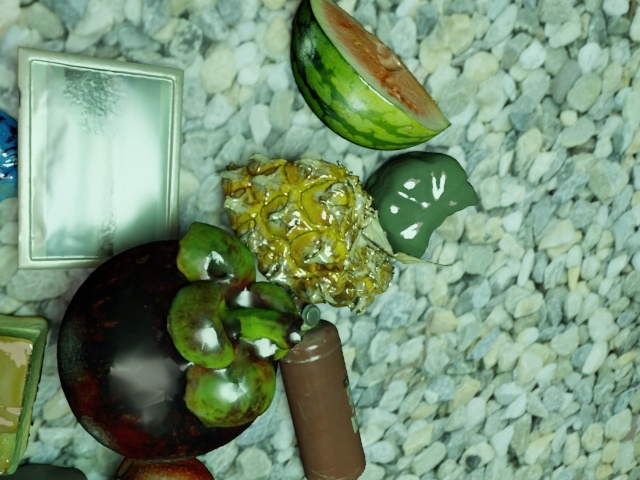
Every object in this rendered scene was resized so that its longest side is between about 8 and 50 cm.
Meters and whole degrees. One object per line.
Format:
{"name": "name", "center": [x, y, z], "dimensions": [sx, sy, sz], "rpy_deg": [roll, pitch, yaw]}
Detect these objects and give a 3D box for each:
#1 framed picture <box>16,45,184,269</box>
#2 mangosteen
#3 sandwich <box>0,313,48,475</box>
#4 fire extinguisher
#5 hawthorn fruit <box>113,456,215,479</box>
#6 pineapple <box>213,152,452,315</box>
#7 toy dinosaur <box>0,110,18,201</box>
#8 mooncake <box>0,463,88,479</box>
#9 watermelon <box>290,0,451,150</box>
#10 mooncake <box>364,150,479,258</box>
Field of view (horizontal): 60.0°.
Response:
{"name": "framed picture", "center": [-0.299, -0.103, 0.769], "dimensions": [0.213, 0.016, 0.288], "rpy_deg": [0, 100, -29]}
{"name": "mangosteen", "center": [-0.180, 0.138, 0.724], "dimensions": [0.312, 0.311, 0.310], "rpy_deg": [-2, 100, -12]}
{"name": "sandwich", "center": [-0.494, 0.209, 0.764], "dimensions": [0.186, 0.108, 0.219], "rpy_deg": [11, 100, -14]}
{"name": "fire extinguisher", "center": [0.007, 0.210, 0.888], "dimensions": [0.147, 0.107, 0.336], "rpy_deg": [-21, 106, -40]}
{"name": "hawthorn fruit", "center": [-0.228, 0.399, 0.836], "dimensions": [0.188, 0.169, 0.169], "rpy_deg": [30, 92, -21]}
{"name": "pineapple", "center": [0.003, -0.003, 0.772], "dimensions": [0.334, 0.161, 0.158], "rpy_deg": [44, 128, -11]}
{"name": "toy dinosaur", "center": [-0.441, -0.111, 0.736], "dimensions": [0.144, 0.076, 0.329], "rpy_deg": [-45, 110, -12]}
{"name": "mooncake", "center": [-0.445, 0.434, 0.730], "dimensions": [0.306, 0.306, 0.154], "rpy_deg": [-10, 108, -11]}
{"name": "watermelon", "center": [0.053, -0.215, 0.830], "dimensions": [0.303, 0.159, 0.128], "rpy_deg": [39, 128, -15]}
{"name": "mooncake", "center": [0.157, -0.054, 0.868], "dimensions": [0.169, 0.104, 0.175], "rpy_deg": [14, 100, -21]}
